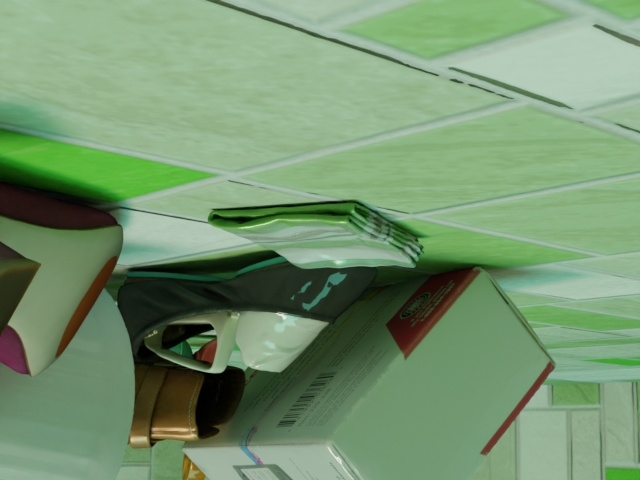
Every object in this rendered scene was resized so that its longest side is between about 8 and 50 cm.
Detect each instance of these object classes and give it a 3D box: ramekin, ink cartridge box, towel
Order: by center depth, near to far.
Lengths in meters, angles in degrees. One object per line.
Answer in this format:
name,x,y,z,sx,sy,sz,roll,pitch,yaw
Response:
towel,0.000,0.000,0.861,0.113,0.023,0.152,-4,169,22
ramekin,-0.297,0.136,0.983,0.277,0.277,0.135,-7,159,37
ink cartridge box,0.036,0.155,1.119,0.131,0.226,0.306,49,153,-12

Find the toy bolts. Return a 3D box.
toy bolts,-0.231,0.230,1.743,0.158,0.218,0.228,10,150,-12

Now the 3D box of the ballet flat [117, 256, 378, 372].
ballet flat,-0.066,0.068,1.038,0.280,0.096,0.095,-8,166,39

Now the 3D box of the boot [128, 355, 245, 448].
boot,-0.181,0.129,1.184,0.220,0.109,0.283,-8,-166,16

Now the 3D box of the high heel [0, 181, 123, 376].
high heel,-0.238,-0.005,0.747,0.181,0.127,0.377,30,174,2
